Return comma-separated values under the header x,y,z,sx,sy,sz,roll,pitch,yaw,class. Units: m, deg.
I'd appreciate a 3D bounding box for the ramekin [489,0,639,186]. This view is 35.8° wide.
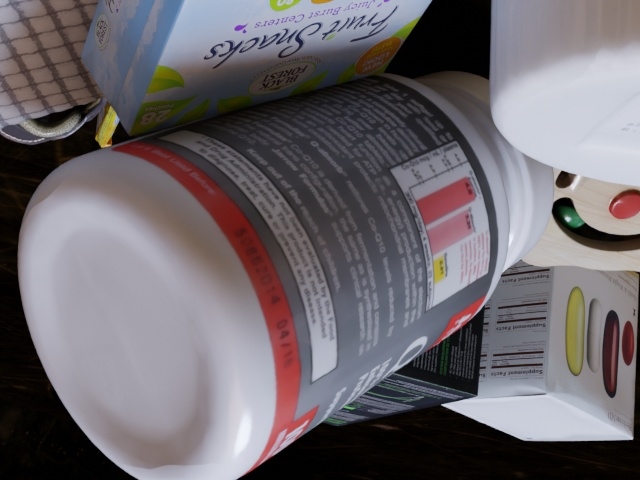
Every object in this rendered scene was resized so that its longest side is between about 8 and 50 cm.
x,y,z,sx,sy,sz,roll,pitch,yaw,class
0.231,-0.122,0.594,0.277,0.135,0.277,8,170,1,ramekin

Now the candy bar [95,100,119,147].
x,y,z,sx,sy,sz,roll,pitch,yaw,class
-0.193,-0.132,0.936,0.018,0.040,0.161,6,161,-19,candy bar

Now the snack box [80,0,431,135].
x,y,z,sx,sy,sz,roll,pitch,yaw,class
-0.015,-0.156,0.566,0.207,0.070,0.174,-19,158,-37,snack box

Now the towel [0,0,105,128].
x,y,z,sx,sy,sz,roll,pitch,yaw,class
-0.190,-0.188,0.599,0.235,0.121,0.284,-15,158,-1,towel

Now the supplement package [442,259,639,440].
x,y,z,sx,sy,sz,roll,pitch,yaw,class
0.252,0.108,1.134,0.149,0.203,0.194,-11,151,42,supplement package

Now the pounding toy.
x,y,z,sx,sy,sz,roll,pitch,yaw,class
0.221,-0.079,0.862,0.269,0.155,0.154,5,132,-14,pounding toy

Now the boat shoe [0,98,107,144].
x,y,z,sx,sy,sz,roll,pitch,yaw,class
-0.243,-0.136,0.874,0.102,0.092,0.285,21,156,-28,boat shoe

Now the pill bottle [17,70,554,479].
x,y,z,sx,sy,sz,roll,pitch,yaw,class
0.000,0.000,0.684,0.210,0.210,0.363,-15,-172,46,pill bottle

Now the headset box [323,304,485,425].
x,y,z,sx,sy,sz,roll,pitch,yaw,class
0.038,0.046,1.012,0.131,0.246,0.283,18,158,-23,headset box
